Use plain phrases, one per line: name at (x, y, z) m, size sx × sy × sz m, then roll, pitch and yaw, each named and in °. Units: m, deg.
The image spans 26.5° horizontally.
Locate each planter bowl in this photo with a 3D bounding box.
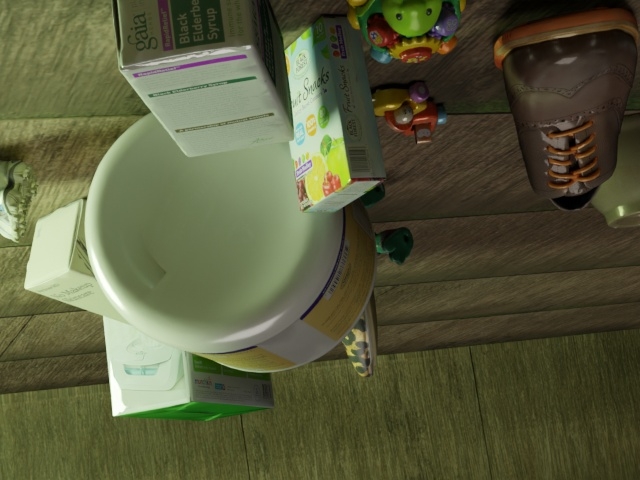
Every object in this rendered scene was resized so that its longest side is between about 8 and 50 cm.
planter bowl at (0.378, -0.077, 1.605) m, size 0.162 × 0.109 × 0.162 m, roll -9°, pitch 168°, yaw -2°

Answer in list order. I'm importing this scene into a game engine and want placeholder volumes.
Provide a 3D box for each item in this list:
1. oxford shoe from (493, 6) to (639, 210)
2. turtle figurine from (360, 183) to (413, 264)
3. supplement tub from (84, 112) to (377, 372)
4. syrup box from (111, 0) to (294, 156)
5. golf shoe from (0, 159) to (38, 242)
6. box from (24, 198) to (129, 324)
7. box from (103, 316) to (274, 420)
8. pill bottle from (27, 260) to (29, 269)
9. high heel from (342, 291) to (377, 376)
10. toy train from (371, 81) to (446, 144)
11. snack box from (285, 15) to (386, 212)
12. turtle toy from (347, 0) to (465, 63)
oxford shoe at (0.238, -0.115, 1.257) m, size 0.130 × 0.133 × 0.363 m, roll -10°, pitch 168°, yaw 11°
turtle figurine at (0.000, 0.000, 1.711) m, size 0.234 × 0.118 × 0.175 m, roll -21°, pitch 122°, yaw 43°
supplement tub at (-0.073, 0.007, 1.361) m, size 0.241 × 0.241 × 0.331 m, roll -10°, pitch 168°, yaw 8°
syrup box at (-0.082, -0.140, 1.008) m, size 0.096 × 0.093 × 0.237 m, roll -9°, pitch 168°, yaw 3°
golf shoe at (-0.337, -0.049, 1.390) m, size 0.086 × 0.069 × 0.176 m, roll 13°, pitch 163°, yaw -5°
box at (-0.205, 0.047, 1.634) m, size 0.275 × 0.094 × 0.113 m, roll 22°, pitch 153°, yaw -34°
box at (-0.177, 0.122, 1.858) m, size 0.127 × 0.231 × 0.262 m, roll -13°, pitch 168°, yaw 20°
pill bottle at (-0.315, 0.028, 1.722) m, size 0.116 × 0.065 × 0.065 m, roll -15°, pitch 166°, yaw 33°
high heel at (-0.036, 0.051, 1.602) m, size 0.186 × 0.261 × 0.093 m, roll -12°, pitch -169°, yaw 7°
toy train at (0.052, -0.113, 1.351) m, size 0.166 × 0.046 × 0.125 m, roll -7°, pitch 168°, yaw -9°
snack box at (0.007, -0.103, 1.133) m, size 0.037 × 0.141 × 0.100 m, roll -3°, pitch 167°, yaw -27°
turtle toy at (0.067, -0.172, 1.028) m, size 0.095 × 0.066 × 0.130 m, roll -9°, pitch 168°, yaw 3°
